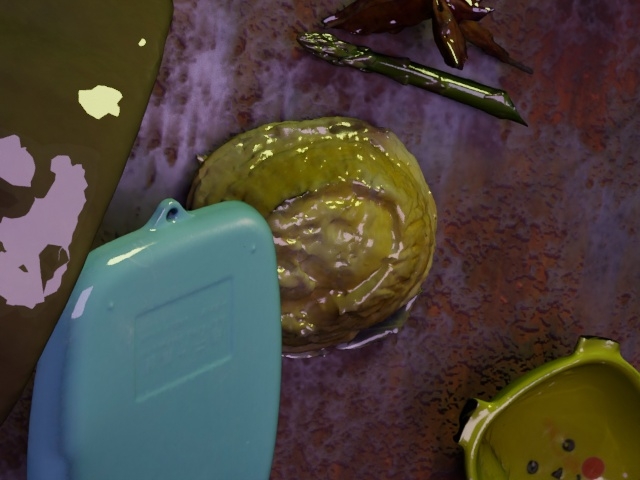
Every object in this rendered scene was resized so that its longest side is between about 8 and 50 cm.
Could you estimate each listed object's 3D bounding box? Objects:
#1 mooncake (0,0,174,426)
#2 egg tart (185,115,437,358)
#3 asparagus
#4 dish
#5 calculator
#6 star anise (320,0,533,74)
[{"bbox_3d":[-0.265,-0.044,1.002,0.200,0.378,0.378,25,90,-14],"label":"mooncake"},{"bbox_3d":[0.000,0.000,1.236,0.252,0.098,0.232,26,93,-23],"label":"egg tart"},{"bbox_3d":[0.084,-0.148,1.267,0.236,0.034,0.027,16,101,-17],"label":"asparagus"},{"bbox_3d":[0.225,0.215,1.326,0.221,0.108,0.262,-31,107,-11],"label":"dish"},{"bbox_3d":[-0.125,0.144,1.134,0.256,0.054,0.386,-23,125,-43],"label":"calculator"},{"bbox_3d":[0.110,-0.197,1.264,0.140,0.144,0.158,32,78,26],"label":"star anise"}]
